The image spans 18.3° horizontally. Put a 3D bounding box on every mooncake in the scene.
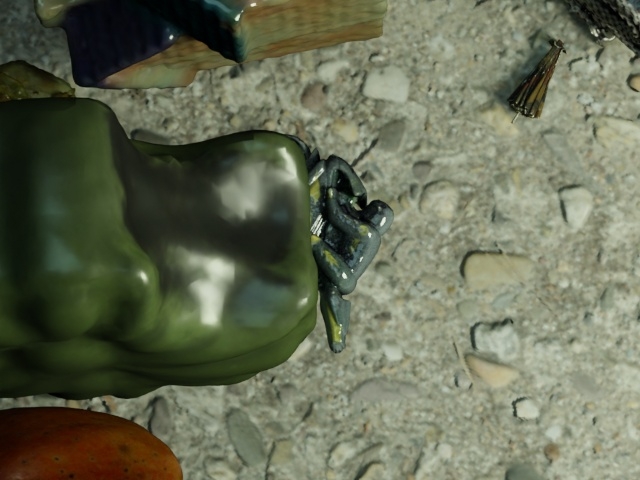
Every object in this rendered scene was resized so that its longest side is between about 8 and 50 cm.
[{"bbox_3d":[-0.182,0.018,1.512,0.351,0.351,0.187,-5,79,3],"label":"mooncake"}]

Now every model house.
[{"bbox_3d":[-0.102,-0.255,1.577,0.280,0.312,0.245,-11,83,0],"label":"model house"}]

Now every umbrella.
[{"bbox_3d":[0.184,-0.134,1.685,0.031,0.020,0.083,29,78,7],"label":"umbrella"}]

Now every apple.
[{"bbox_3d":[-0.216,0.239,1.550,0.234,0.234,0.234,-1,80,3],"label":"apple"}]

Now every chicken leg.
[{"bbox_3d":[-0.258,-0.095,1.606,0.103,0.227,0.088,44,104,1],"label":"chicken leg"}]

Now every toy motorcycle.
[{"bbox_3d":[0.000,0.000,1.650,0.124,0.061,0.193,-3,72,10],"label":"toy motorcycle"}]

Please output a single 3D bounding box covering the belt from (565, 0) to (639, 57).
[{"bbox_3d":[0.177,-0.290,1.660,0.359,0.126,0.094,43,83,10],"label":"belt"}]
